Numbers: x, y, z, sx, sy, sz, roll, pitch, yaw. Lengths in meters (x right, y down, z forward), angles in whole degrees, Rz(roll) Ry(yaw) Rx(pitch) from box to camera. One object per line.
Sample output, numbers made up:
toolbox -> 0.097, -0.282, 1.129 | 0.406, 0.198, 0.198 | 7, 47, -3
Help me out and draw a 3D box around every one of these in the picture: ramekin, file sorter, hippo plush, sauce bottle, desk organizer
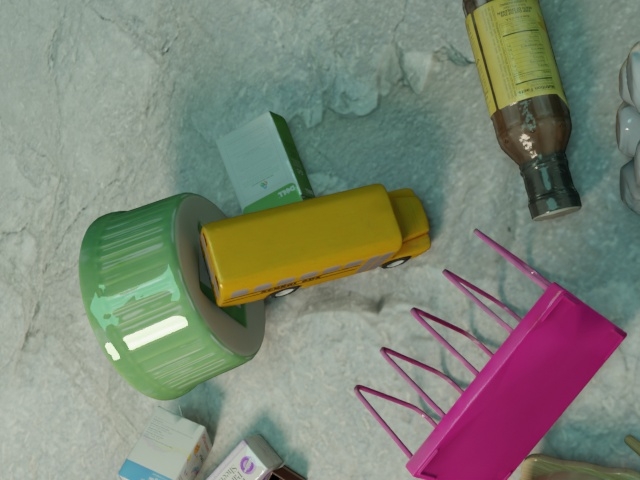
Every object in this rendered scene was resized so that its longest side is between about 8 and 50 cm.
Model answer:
ramekin -> -0.208, 0.075, 1.241 | 0.148, 0.303, 0.303 | -22, 77, 17
file sorter -> 0.215, 0.161, 1.102 | 0.291, 0.202, 0.182 | -53, 45, 8
hippo plush -> 0.502, -0.138, 0.998 | 0.236, 0.294, 0.234 | -3, 99, 12
sauce bottle -> 0.291, -0.200, 1.168 | 0.111, 0.111, 0.344 | -15, 81, 20
desk organizer -> -0.076, 0.424, 1.289 | 0.047, 0.050, 0.130 | 27, 95, 22

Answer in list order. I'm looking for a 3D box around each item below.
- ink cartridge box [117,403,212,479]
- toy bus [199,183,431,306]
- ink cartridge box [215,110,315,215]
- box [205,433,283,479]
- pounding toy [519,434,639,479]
ink cartridge box -> -0.241, 0.343, 1.314 | 0.090, 0.092, 0.143 | 21, 59, 14
toy bus -> 0.000, 0.000, 1.178 | 0.332, 0.130, 0.108 | -14, 76, -15
ink cartridge box -> -0.080, -0.091, 1.332 | 0.109, 0.062, 0.209 | -26, 76, 18
box -> -0.193, 0.449, 1.328 | 0.324, 0.063, 0.067 | -48, 70, 12
pounding toy -> 0.386, 0.364, 1.098 | 0.269, 0.155, 0.154 | 3, 115, 32
